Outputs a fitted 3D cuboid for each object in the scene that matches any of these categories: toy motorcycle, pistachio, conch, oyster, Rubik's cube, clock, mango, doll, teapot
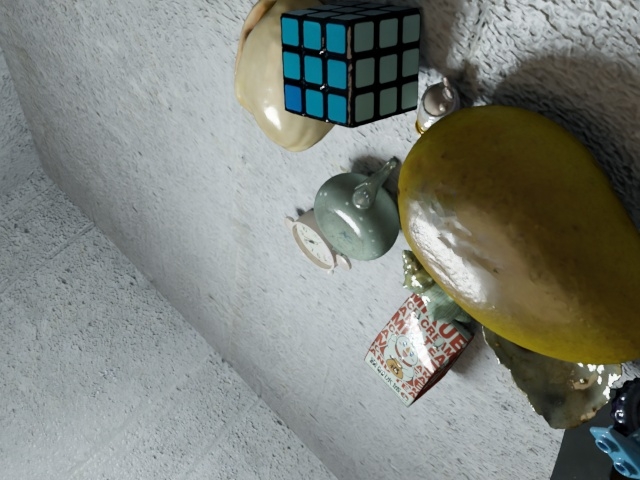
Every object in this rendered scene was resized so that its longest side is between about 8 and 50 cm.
[{"bbox_3d":[0.598,0.434,1.133,0.416,0.232,0.172,52,160,-4],"label":"toy motorcycle"},{"bbox_3d":[-0.047,-0.304,1.240,0.318,0.213,0.194,96,171,-47],"label":"pistachio"},{"bbox_3d":[0.242,0.093,1.377,0.234,0.137,0.114,44,129,-8],"label":"conch"},{"bbox_3d":[0.381,0.119,1.189,0.204,0.111,0.396,-38,75,34],"label":"oyster"},{"bbox_3d":[0.048,-0.280,1.088,0.160,0.163,0.162,24,127,43],"label":"Rubik's cube"},{"bbox_3d":[0.000,0.000,1.705,0.229,0.063,0.156,36,154,32],"label":"clock"},{"bbox_3d":[0.305,-0.006,0.996,0.445,0.220,0.302,40,123,21],"label":"mango"},{"bbox_3d":[0.199,-0.209,1.105,0.084,0.073,0.127,15,157,-4],"label":"doll"},{"bbox_3d":[0.080,-0.054,1.431,0.193,0.129,0.294,43,156,13],"label":"teapot"}]

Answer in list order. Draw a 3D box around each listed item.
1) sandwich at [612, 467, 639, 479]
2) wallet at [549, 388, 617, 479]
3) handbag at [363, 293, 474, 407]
[{"bbox_3d":[0.528,0.451,1.324,0.220,0.186,0.108,30,146,36],"label":"sandwich"},{"bbox_3d":[0.477,0.406,1.258,0.030,0.286,0.146,28,160,-13],"label":"wallet"},{"bbox_3d":[0.221,0.231,1.562,0.171,0.151,0.298,46,151,20],"label":"handbag"}]
